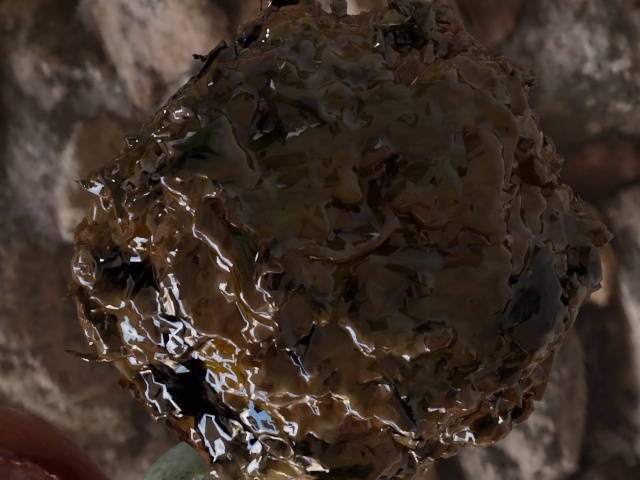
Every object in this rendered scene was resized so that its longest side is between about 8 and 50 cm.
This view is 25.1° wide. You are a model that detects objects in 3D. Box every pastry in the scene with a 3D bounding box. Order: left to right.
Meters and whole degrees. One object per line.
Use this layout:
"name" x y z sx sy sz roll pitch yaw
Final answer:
"pastry" 0.000 0.000 0.702 0.193 0.275 0.275 48 -158 -67

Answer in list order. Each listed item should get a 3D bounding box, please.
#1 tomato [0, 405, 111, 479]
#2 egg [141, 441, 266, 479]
"tomato" -0.210 0.184 0.797 0.139 0.233 0.200 -113 6 -73
"egg" -0.076 0.204 1.008 0.131 0.164 0.131 19 -129 -26
